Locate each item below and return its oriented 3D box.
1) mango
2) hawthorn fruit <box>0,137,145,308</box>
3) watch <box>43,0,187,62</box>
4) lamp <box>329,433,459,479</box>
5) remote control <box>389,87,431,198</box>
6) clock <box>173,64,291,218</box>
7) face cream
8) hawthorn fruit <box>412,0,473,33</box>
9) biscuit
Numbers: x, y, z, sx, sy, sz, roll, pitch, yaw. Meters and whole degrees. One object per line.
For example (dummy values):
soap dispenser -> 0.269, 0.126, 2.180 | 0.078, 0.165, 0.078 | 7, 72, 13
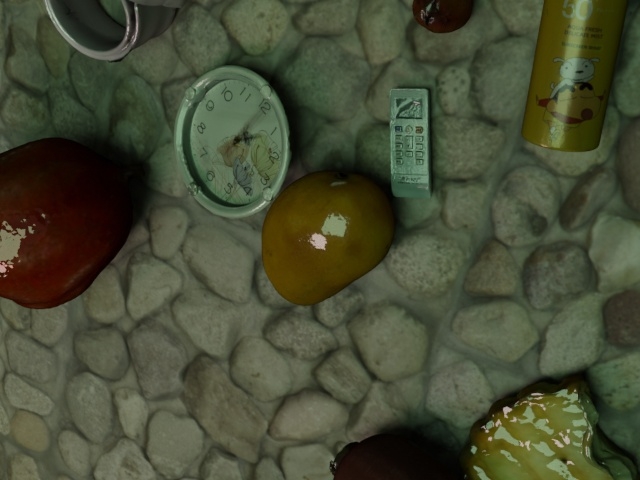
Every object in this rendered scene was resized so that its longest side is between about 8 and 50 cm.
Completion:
mango -> -0.002, -0.007, 1.504 | 0.254, 0.139, 0.175 | -37, 88, 37
hawthorn fruit -> -0.455, -0.030, 1.635 | 0.311, 0.295, 0.295 | -19, 99, 34
watch -> -0.335, -0.400, 1.501 | 0.248, 0.211, 0.217 | 48, 131, -7
lamp -> 0.129, 0.410, 1.562 | 0.258, 0.180, 0.180 | 33, 122, 38
remote control -> 0.132, -0.141, 1.451 | 0.061, 0.029, 0.162 | 5, 106, 23
clock -> -0.129, -0.152, 1.548 | 0.237, 0.053, 0.236 | 5, 98, 35
face cream -> 0.332, -0.291, 1.252 | 0.105, 0.105, 0.348 | 15, 114, 21
hawthorn fruit -> 0.160, -0.314, 1.333 | 0.081, 0.093, 0.081 | 9, 114, 22
biscuit -> 0.370, 0.354, 1.495 | 0.329, 0.078, 0.335 | 22, 117, 21
